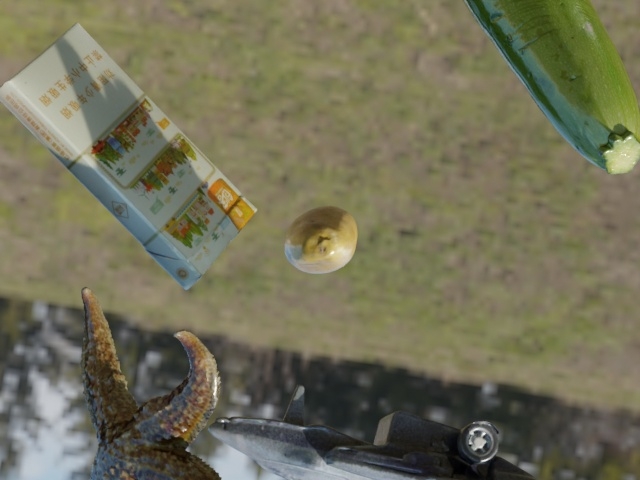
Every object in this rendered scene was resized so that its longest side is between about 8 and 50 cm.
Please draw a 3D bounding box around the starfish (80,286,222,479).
[{"bbox_3d":[-0.121,0.143,1.277,0.057,0.238,0.213,-14,153,-45],"label":"starfish"}]

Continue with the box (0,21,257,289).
[{"bbox_3d":[-0.156,-0.071,1.579,0.220,0.032,0.122,46,-145,-6],"label":"box"}]

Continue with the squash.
[{"bbox_3d":[0.137,-0.121,1.153,0.066,0.201,0.066,-18,148,-12],"label":"squash"}]

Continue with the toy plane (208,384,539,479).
[{"bbox_3d":[0.050,0.159,1.411,0.267,0.088,0.212,23,161,-9],"label":"toy plane"}]

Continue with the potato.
[{"bbox_3d":[0.000,0.000,1.707,0.062,0.068,0.083,49,-174,7],"label":"potato"}]
